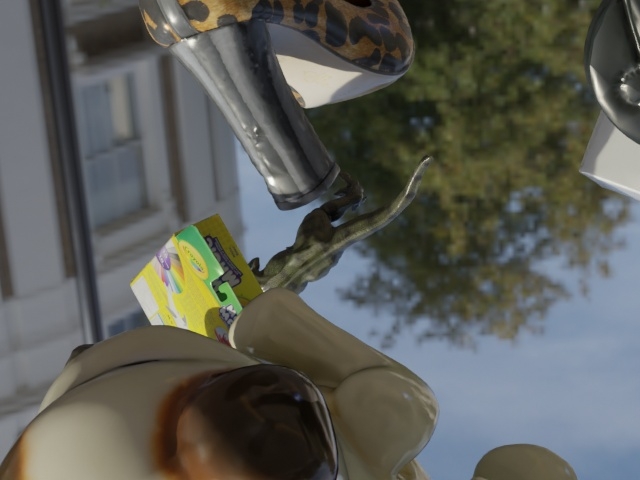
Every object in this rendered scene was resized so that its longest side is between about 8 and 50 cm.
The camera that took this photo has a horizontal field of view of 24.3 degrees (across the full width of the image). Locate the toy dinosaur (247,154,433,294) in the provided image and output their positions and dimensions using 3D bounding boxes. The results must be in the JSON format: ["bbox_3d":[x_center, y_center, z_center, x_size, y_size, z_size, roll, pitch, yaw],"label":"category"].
[{"bbox_3d":[0.000,0.000,1.302,0.268,0.064,0.118,-37,-170,16],"label":"toy dinosaur"}]

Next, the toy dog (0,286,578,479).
[{"bbox_3d":[-0.032,0.215,0.898,0.284,0.408,0.395,-29,-139,21],"label":"toy dog"}]

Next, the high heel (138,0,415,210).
[{"bbox_3d":[-0.025,-0.159,0.890,0.093,0.186,0.261,-20,-154,25],"label":"high heel"}]

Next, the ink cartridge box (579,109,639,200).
[{"bbox_3d":[0.213,-0.045,0.901,0.088,0.052,0.122,22,-175,17],"label":"ink cartridge box"}]

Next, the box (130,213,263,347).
[{"bbox_3d":[-0.084,0.047,1.097,0.043,0.105,0.179,-28,177,-22],"label":"box"}]

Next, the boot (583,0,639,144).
[{"bbox_3d":[0.204,-0.138,0.598,0.246,0.094,0.207,-38,-168,10],"label":"boot"}]
